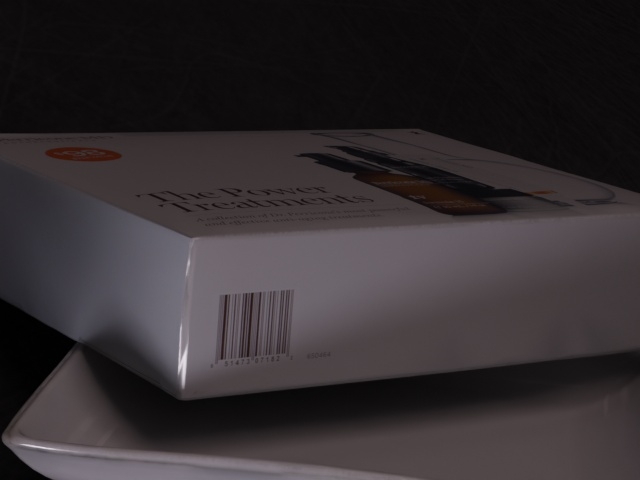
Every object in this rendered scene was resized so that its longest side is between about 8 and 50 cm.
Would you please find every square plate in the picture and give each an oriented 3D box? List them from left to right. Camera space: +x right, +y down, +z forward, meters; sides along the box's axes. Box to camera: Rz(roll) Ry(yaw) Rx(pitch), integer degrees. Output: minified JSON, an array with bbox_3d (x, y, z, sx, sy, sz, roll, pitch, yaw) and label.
[{"bbox_3d":[0.028,0.098,1.088,0.347,0.049,0.344,7,12,4],"label":"square plate"}]

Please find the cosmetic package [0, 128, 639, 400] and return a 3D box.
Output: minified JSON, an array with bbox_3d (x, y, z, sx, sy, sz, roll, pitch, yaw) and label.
[{"bbox_3d":[0.000,0.000,1.194,0.377,0.097,0.284,-3,13,-37],"label":"cosmetic package"}]
